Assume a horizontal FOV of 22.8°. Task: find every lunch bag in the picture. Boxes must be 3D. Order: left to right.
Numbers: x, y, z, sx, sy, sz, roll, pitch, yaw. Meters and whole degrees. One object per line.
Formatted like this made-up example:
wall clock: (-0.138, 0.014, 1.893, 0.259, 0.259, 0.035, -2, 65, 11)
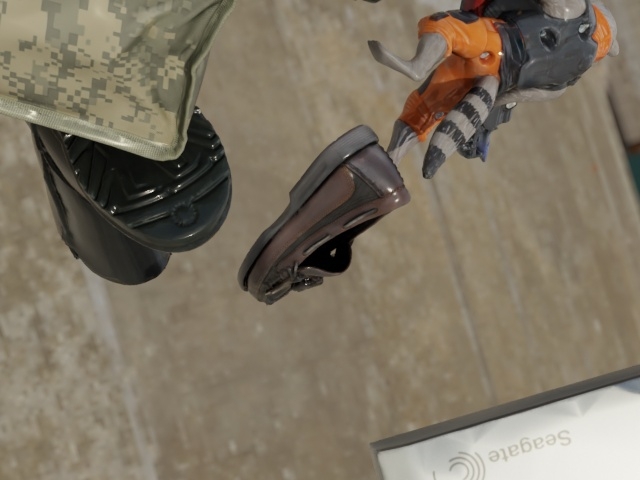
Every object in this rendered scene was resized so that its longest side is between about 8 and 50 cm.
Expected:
lunch bag: (-0.197, -0.202, 0.998, 0.235, 0.287, 0.169, -90, -161, -52)

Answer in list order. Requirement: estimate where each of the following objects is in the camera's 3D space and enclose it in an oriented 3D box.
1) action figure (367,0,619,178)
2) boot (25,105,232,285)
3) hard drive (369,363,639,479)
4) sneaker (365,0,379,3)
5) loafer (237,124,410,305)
action figure: (0.188, -0.163, 1.715, 0.178, 0.330, 0.341, 46, -28, 34)
boot: (-0.133, -0.033, 1.129, 0.246, 0.094, 0.207, 44, -19, 31)
hard drive: (0.186, 0.251, 0.873, 0.047, 0.233, 0.353, 169, -95, -86)
sneaker: (0.007, -0.271, 1.498, 0.121, 0.300, 0.111, 67, 19, -5)
loafer: (0.000, 0.000, 1.644, 0.109, 0.302, 0.095, -34, 77, -36)
